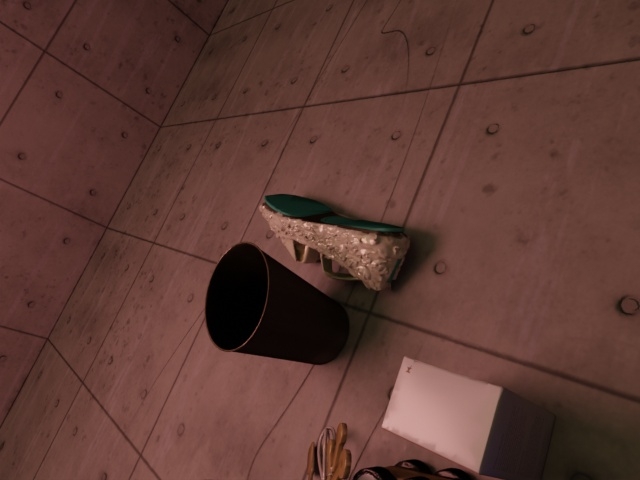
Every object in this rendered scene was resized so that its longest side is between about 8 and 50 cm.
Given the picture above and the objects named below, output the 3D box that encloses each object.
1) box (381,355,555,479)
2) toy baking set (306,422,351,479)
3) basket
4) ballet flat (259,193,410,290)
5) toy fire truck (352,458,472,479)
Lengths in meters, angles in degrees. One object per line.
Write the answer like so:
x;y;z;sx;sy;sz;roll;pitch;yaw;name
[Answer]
0.182;0.219;0.561;0.130;0.171;0.090;6;70;48;box
0.013;0.368;0.662;0.256;0.030;0.196;120;162;-63;toy baking set
-0.067;0.131;0.824;0.154;0.227;0.204;-39;44;20;basket
0.000;0.000;0.927;0.409;0.147;0.146;22;82;50;ballet flat
0.129;0.404;0.529;0.217;0.159;0.246;-9;71;41;toy fire truck
